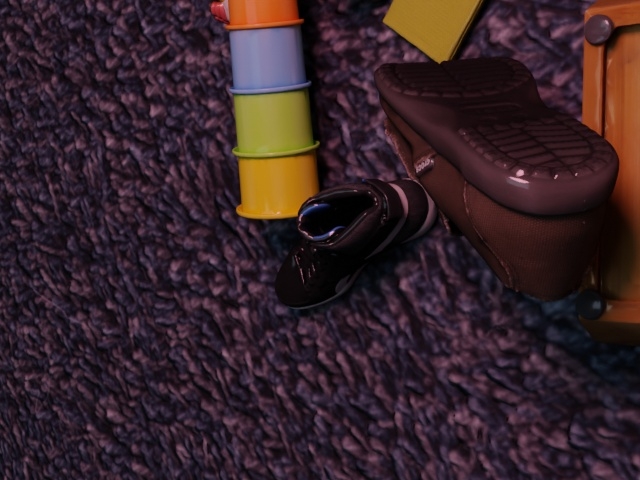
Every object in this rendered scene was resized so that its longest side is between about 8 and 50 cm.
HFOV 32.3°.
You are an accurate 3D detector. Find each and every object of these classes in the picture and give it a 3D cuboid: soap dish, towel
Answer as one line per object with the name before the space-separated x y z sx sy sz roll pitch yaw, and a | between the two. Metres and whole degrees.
soap dish | 0.302 -0.056 0.827 0.229 0.118 0.291 2 92 41
towel | 0.144 -0.287 1.033 0.102 0.021 0.237 46 119 38

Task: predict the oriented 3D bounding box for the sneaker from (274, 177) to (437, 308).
sneaker | 0.000 0.000 1.086 0.217 0.121 0.079 -37 66 34

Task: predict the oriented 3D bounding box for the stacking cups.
stacking cups | -0.046 -0.183 1.103 0.096 0.096 0.316 10 109 41

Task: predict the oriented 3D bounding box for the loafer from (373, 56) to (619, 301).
loafer | 0.122 -0.060 0.896 0.366 0.134 0.130 -106 13 -66

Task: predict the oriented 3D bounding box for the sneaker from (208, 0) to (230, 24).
sneaker | -0.033 -0.321 1.156 0.093 0.088 0.225 27 108 16
